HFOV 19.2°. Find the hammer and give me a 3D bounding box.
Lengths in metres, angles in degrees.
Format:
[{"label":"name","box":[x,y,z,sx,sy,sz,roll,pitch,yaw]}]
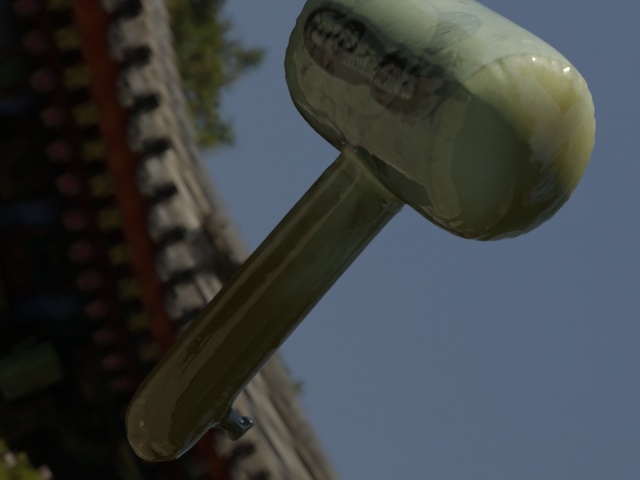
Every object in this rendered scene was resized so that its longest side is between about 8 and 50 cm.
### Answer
[{"label":"hammer","box":[0.000,0.000,1.012,0.113,0.305,0.202,36,3,-33]}]
